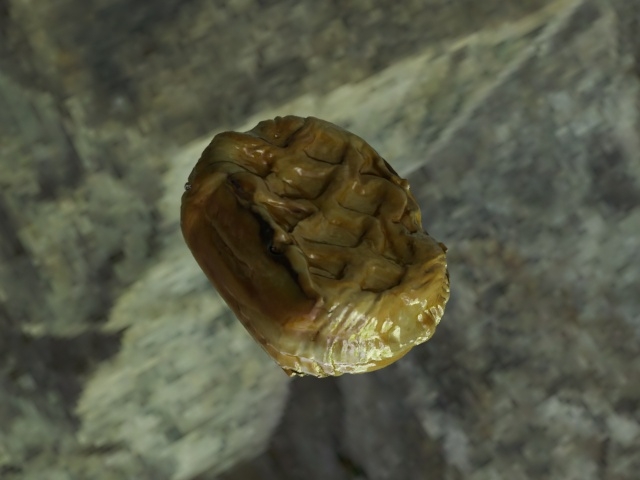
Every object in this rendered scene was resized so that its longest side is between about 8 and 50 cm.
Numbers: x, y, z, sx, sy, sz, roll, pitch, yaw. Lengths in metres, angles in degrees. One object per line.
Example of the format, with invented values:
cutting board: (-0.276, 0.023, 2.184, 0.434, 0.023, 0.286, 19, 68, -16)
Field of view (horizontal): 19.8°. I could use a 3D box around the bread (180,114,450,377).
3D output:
bread: (0.000, 0.000, 0.661, 0.110, 0.083, 0.044, 55, -33, 33)
